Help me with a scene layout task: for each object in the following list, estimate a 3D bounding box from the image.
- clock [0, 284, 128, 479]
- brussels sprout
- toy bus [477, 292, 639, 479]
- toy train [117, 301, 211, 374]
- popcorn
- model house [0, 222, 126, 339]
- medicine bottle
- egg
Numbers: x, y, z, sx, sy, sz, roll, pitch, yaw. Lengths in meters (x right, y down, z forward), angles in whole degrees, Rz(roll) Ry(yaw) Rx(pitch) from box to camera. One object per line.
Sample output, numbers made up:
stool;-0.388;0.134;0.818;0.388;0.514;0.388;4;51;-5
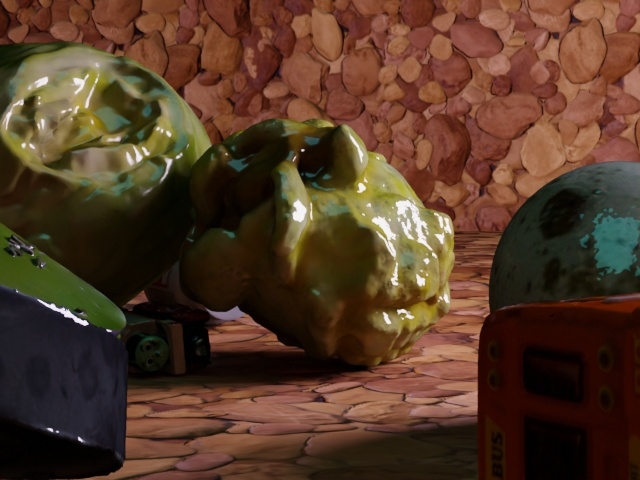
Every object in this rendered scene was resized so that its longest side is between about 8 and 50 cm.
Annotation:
clock;-0.245;0.065;0.804;0.312;0.061;0.312;5;-15;1
brussels sprout;-0.262;-0.044;1.487;0.344;0.268;0.344;-23;2;1
toy bus;0.228;0.075;0.687;0.329;0.143;0.153;-5;6;-32
toy train;-0.144;0.081;1.363;0.087;0.050;0.138;-9;9;-31
popcorn;0.000;0.000;1.380;0.255;0.195;0.256;21;20;-51
model house;-0.286;0.067;1.092;0.207;0.154;0.294;35;10;18
medicine bottle;-0.119;0.044;1.666;0.079;0.079;0.140;-3;4;-26
egg;0.189;0.037;1.056;0.169;0.169;0.231;0;13;13
